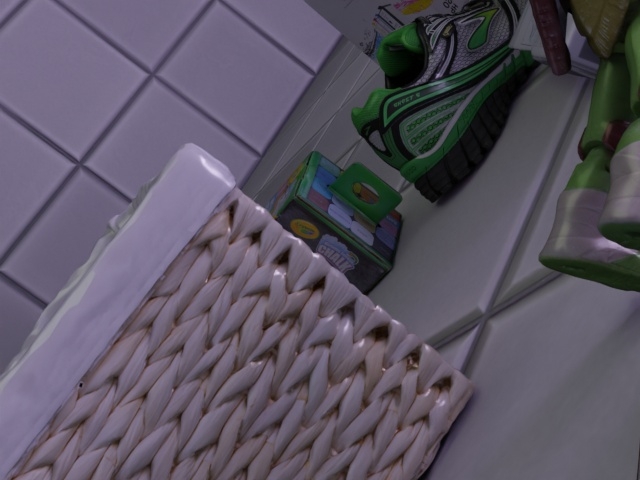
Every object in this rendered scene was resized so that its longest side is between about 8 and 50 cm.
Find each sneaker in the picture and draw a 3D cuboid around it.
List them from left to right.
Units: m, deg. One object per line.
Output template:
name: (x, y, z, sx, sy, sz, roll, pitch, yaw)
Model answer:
sneaker: (0.154, -0.210, 1.233, 0.343, 0.146, 0.134, -58, 11, -33)

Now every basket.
basket: (-0.114, 0.147, 0.848, 0.331, 0.266, 0.328, -56, 10, -14)

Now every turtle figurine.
turtle figurine: (0.228, -0.103, 0.625, 0.198, 0.275, 0.266, -1, 69, 50)

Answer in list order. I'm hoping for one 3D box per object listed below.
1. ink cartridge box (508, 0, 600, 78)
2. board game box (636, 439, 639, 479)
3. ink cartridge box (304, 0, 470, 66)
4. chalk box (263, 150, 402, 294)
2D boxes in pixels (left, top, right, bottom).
ink cartridge box: (0.262, -0.283, 1.017, 0.239, 0.060, 0.275, -89, 20, -79)
board game box: (0.170, 0.091, 0.409, 0.145, 0.027, 0.281, -47, 11, 39)
ink cartridge box: (0.130, -0.373, 1.680, 0.168, 0.233, 0.171, -35, 19, 55)
chalk box: (0.000, 0.000, 1.251, 0.213, 0.132, 0.132, -47, 11, 25)
